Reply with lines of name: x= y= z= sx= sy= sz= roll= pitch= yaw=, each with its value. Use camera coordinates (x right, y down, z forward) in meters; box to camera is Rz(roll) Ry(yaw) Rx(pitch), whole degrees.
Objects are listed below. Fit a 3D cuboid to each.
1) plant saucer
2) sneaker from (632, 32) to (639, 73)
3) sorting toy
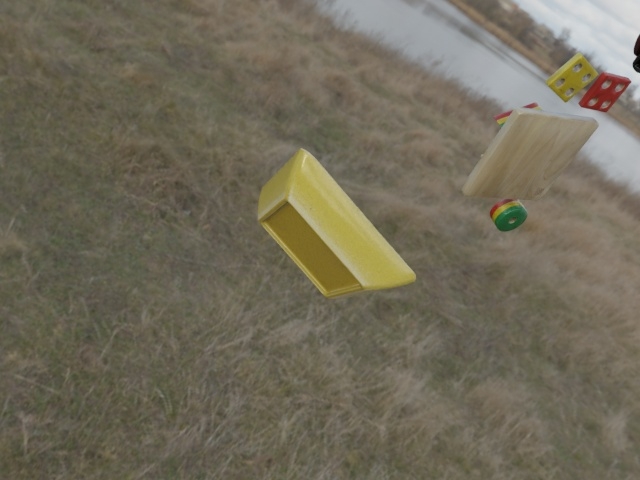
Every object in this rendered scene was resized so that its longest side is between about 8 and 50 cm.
plant saucer: x=0.000 y=0.000 z=1.363 sx=0.332 sy=0.081 sz=0.333 roll=49 pitch=-20 yaw=-5
sneaker: x=0.601 y=-0.322 z=1.099 sx=0.281 sy=0.162 sz=0.106 roll=27 pitch=30 yaw=-50
sorting toy: x=0.258 y=-0.121 z=0.827 sx=0.132 sy=0.274 sz=0.046 roll=1 pitch=48 yaw=-27
